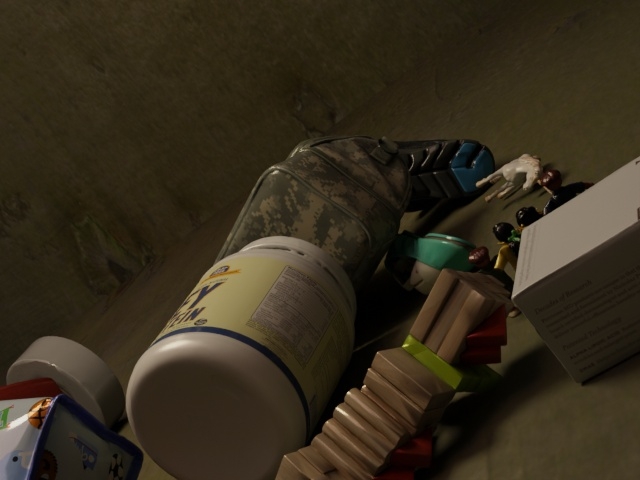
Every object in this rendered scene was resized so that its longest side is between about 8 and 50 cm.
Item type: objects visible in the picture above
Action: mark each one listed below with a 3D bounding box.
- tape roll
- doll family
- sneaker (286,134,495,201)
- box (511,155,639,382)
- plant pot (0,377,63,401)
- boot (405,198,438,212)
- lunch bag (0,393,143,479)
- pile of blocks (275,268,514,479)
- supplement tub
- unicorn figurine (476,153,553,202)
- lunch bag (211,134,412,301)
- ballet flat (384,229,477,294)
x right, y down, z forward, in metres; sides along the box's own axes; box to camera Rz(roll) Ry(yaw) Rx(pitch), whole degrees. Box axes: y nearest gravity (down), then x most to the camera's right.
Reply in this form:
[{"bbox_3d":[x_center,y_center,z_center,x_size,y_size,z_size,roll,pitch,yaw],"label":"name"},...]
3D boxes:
[{"bbox_3d":[-0.477,0.285,2.448,0.219,0.219,0.072,-28,17,43],"label":"tape roll"},{"bbox_3d":[0.259,-0.003,1.577,0.193,0.111,0.076,-44,13,-24],"label":"doll family"},{"bbox_3d":[0.109,-0.107,2.167,0.341,0.125,0.139,1,1,-5],"label":"sneaker"},{"bbox_3d":[0.305,0.021,1.332,0.182,0.119,0.181,-33,12,24],"label":"box"},{"bbox_3d":[-0.541,0.383,2.239,0.267,0.267,0.236,-29,3,37],"label":"plant pot"},{"bbox_3d":[0.148,-0.095,2.358,0.190,0.076,0.208,-31,12,-32],"label":"boot"},{"bbox_3d":[-0.454,0.406,1.682,0.328,0.239,0.385,-6,56,31],"label":"lunch bag"},{"bbox_3d":[0.101,0.194,1.399,0.362,0.149,0.113,-49,56,-5],"label":"pile of blocks"},{"bbox_3d":[-0.090,0.155,1.732,0.235,0.235,0.325,-32,14,30],"label":"supplement tub"},{"bbox_3d":[0.293,-0.097,1.957,0.111,0.060,0.162,-33,13,28],"label":"unicorn figurine"},{"bbox_3d":[0.000,0.000,1.984,0.256,0.213,0.305,-35,-22,-54],"label":"lunch bag"},{"bbox_3d":[0.155,0.037,1.871,0.087,0.083,0.247,-65,15,-5],"label":"ballet flat"}]
